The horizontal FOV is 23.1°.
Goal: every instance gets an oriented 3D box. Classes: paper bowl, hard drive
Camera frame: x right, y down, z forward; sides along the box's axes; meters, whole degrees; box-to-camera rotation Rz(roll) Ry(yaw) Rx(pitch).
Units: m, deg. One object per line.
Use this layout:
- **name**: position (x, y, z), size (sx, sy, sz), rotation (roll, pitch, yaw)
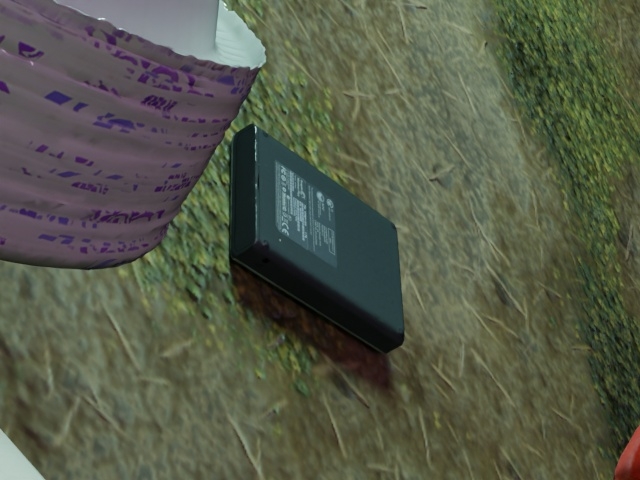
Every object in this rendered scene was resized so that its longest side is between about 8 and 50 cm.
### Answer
- **paper bowl**: position (-0.146, -0.124, 0.554), size (0.284, 0.148, 0.284), rotation (32, 12, -8)
- **hard drive**: position (0.000, 0.000, 0.938), size (0.135, 0.022, 0.094), rotation (34, 39, -37)

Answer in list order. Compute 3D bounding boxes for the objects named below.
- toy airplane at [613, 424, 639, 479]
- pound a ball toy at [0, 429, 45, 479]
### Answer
- **toy airplane**: position (0.152, 0.273, 0.755), size (0.384, 0.272, 0.386), rotation (-47, 142, -48)
- **pound a ball toy**: position (-0.192, 0.103, 0.388), size (0.319, 0.208, 0.136), rotation (41, 15, 34)
